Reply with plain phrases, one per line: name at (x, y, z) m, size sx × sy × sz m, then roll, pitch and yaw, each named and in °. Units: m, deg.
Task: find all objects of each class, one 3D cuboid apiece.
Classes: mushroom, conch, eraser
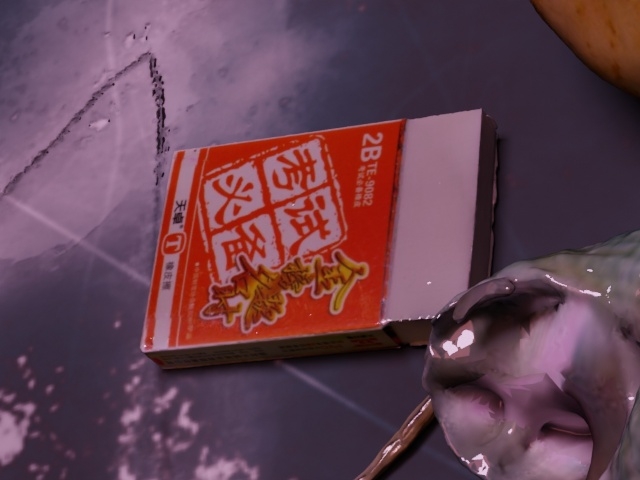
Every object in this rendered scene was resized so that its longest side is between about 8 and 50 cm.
mushroom at (0.047, 0.122, 1.177) m, size 0.286 × 0.028 × 0.026 m, roll -36°, pitch 10°, yaw 0°
conch at (0.195, 0.087, 1.041) m, size 0.277 × 0.195 × 0.220 m, roll 38°, pitch 102°, yaw 14°
eraser at (0.000, 0.000, 1.261) m, size 0.230 × 0.038 × 0.157 m, roll -7°, pitch 58°, yaw 23°

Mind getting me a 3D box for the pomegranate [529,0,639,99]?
pomegranate at (0.222, -0.198, 1.155) m, size 0.248 × 0.248 × 0.248 m, roll -12°, pitch 56°, yaw 19°
